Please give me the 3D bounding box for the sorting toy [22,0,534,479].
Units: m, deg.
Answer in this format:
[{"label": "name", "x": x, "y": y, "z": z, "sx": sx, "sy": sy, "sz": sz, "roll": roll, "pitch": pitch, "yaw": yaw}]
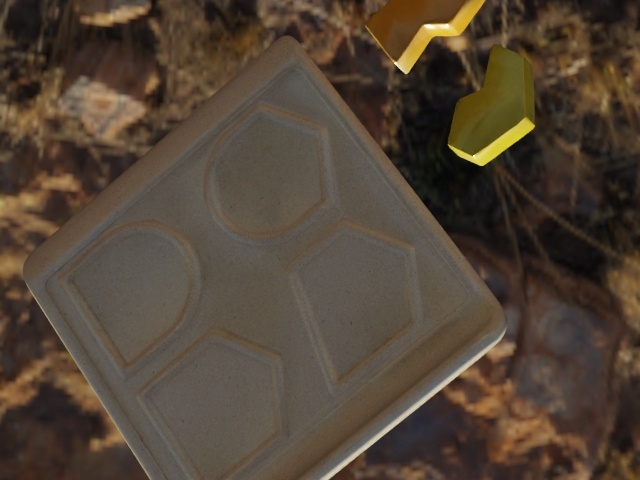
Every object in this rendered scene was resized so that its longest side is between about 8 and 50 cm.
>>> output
[{"label": "sorting toy", "x": 0.000, "y": 0.000, "z": 0.869, "sx": 0.307, "sy": 0.229, "sz": 0.041, "roll": -40, "pitch": 154, "yaw": 9}]
